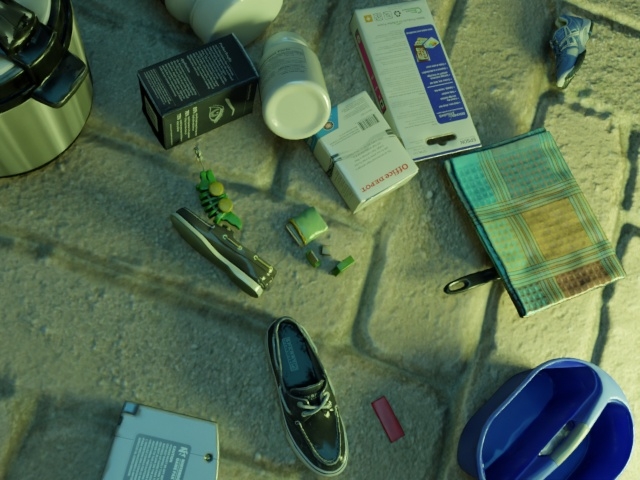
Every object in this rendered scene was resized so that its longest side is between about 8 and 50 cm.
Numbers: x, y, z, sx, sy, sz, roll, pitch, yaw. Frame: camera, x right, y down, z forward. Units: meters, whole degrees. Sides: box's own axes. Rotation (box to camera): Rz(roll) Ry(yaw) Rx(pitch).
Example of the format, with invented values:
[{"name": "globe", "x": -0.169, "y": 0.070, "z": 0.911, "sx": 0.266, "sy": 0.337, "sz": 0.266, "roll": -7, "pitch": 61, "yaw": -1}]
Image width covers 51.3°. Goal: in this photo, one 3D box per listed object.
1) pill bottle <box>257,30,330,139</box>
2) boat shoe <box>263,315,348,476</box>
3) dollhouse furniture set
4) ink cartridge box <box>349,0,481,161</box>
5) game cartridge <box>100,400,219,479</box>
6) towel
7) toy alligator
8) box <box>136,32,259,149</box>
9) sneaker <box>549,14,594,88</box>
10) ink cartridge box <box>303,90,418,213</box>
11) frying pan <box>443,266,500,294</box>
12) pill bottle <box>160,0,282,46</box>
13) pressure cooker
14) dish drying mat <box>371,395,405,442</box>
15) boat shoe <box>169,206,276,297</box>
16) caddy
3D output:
[{"name": "pill bottle", "x": -0.059, "y": -0.315, "z": 1.315, "sx": 0.131, "sy": 0.131, "sz": 0.229, "roll": 1, "pitch": 43, "yaw": -11}, {"name": "boat shoe", "x": -0.022, "y": 0.281, "z": 1.208, "sx": 0.108, "sy": 0.102, "sz": 0.301, "roll": -15, "pitch": 78, "yaw": -15}, {"name": "dollhouse furniture set", "x": 0.000, "y": 0.000, "z": 1.315, "sx": 0.076, "sy": 0.058, "sz": 0.152, "roll": -34, "pitch": 83, "yaw": -18}, {"name": "ink cartridge box", "x": 0.203, "y": -0.344, "z": 1.449, "sx": 0.175, "sy": 0.069, "sz": 0.371, "roll": -14, "pitch": 75, "yaw": -15}, {"name": "game cartridge", "x": -0.283, "y": 0.444, "z": 1.139, "sx": 0.198, "sy": 0.062, "sz": 0.297, "roll": 17, "pitch": 72, "yaw": -10}, {"name": "towel", "x": 0.444, "y": -0.049, "z": 1.384, "sx": 0.271, "sy": 0.040, "sz": 0.370, "roll": -19, "pitch": 72, "yaw": -15}, {"name": "toy alligator", "x": -0.218, "y": -0.094, "z": 1.299, "sx": 0.051, "sy": 0.056, "sz": 0.190, "roll": -29, "pitch": 82, "yaw": -17}, {"name": "box", "x": -0.238, "y": -0.288, "z": 1.301, "sx": 0.207, "sy": 0.153, "sz": 0.108, "roll": -28, "pitch": 81, "yaw": -18}, {"name": "sneaker", "x": 0.569, "y": -0.438, "z": 1.546, "sx": 0.081, "sy": 0.080, "sz": 0.211, "roll": 21, "pitch": 62, "yaw": 2}, {"name": "ink cartridge box", "x": 0.079, "y": -0.179, "z": 1.366, "sx": 0.148, "sy": 0.086, "sz": 0.203, "roll": -30, "pitch": 83, "yaw": -17}, {"name": "frying pan", "x": 0.420, "y": 0.073, "z": 1.379, "sx": 0.326, "sy": 0.053, "sz": 0.197, "roll": -41, "pitch": 84, "yaw": -18}, {"name": "pill bottle", "x": -0.263, "y": -0.586, "z": 1.341, "sx": 0.224, "sy": 0.224, "sz": 0.392, "roll": -35, "pitch": 84, "yaw": -18}, {"name": "pressure cooker", "x": -0.590, "y": -0.332, "z": 1.103, "sx": 0.369, "sy": 0.420, "sz": 0.376, "roll": -12, "pitch": 78, "yaw": -15}, {"name": "dish drying mat", "x": 0.129, "y": 0.341, "z": 1.271, "sx": 0.032, "sy": 0.008, "sz": 0.083, "roll": -25, "pitch": 82, "yaw": -16}, {"name": "boat shoe", "x": -0.185, "y": 0.012, "z": 1.268, "sx": 0.227, "sy": 0.081, "sz": 0.069, "roll": 42, "pitch": 69, "yaw": -5}, {"name": "caddy", "x": 0.419, "y": 0.374, "z": 1.230, "sx": 0.341, "sy": 0.179, "sz": 0.241, "roll": -40, "pitch": 86, "yaw": -19}]
